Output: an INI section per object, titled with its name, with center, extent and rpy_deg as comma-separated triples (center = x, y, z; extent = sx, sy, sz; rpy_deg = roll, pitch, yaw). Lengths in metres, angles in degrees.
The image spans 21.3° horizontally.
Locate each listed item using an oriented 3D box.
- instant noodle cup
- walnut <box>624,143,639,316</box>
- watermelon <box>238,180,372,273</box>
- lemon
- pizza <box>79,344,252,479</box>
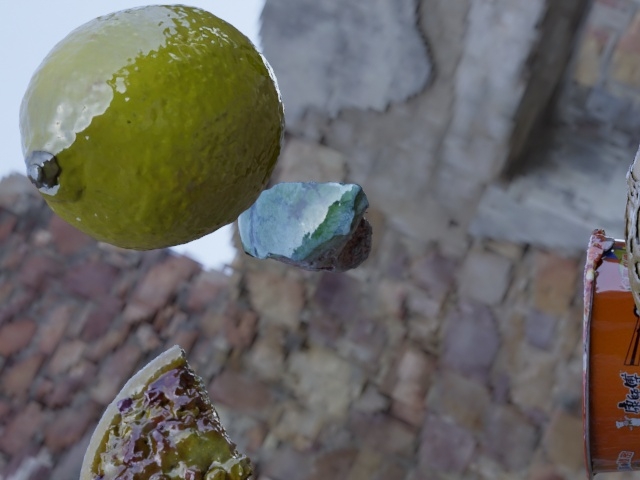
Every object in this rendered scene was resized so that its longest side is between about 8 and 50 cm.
[instant noodle cup]
center = 0.357, 0.111, 1.652
extent = 0.250, 0.192, 0.250
rpy_deg = 0, -90, -79
[walnut]
center = 0.310, -0.003, 1.209
extent = 0.198, 0.198, 0.245
rpy_deg = -43, -50, -57
[watermelon]
center = 0.000, 0.000, 1.689
extent = 0.139, 0.187, 0.071
rpy_deg = 23, -112, -36
[lemon]
center = -0.075, -0.050, 0.751
extent = 0.133, 0.109, 0.109
rpy_deg = -32, -33, -40
[pizza]
center = -0.186, 0.268, 2.127
extent = 0.081, 0.229, 0.289
rpy_deg = 76, -144, -56
